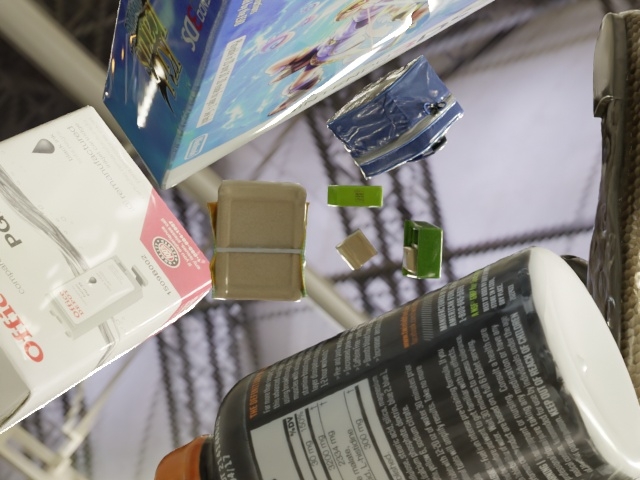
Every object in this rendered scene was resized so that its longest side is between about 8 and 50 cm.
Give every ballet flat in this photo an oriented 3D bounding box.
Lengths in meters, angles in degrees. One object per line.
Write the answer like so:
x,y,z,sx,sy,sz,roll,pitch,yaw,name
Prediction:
0.196,-0.016,1.015,0.084,0.058,0.249,135,-43,-81,ballet flat

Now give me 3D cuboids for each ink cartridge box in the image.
-0.250,0.027,1.435,0.117,0.207,0.283,-38,178,34,ink cartridge box

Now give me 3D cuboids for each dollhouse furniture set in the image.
0.000,0.000,1.084,0.058,0.152,0.076,-161,-108,-82,dollhouse furniture set

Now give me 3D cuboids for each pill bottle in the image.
0.034,0.107,0.881,0.246,0.130,0.130,-25,-152,20,pill bottle

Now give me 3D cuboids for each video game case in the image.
0.033,-0.134,0.708,0.244,0.061,0.269,-32,175,-15,video game case

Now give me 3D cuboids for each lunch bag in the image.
0.062,-0.091,1.274,0.067,0.065,0.098,-44,-167,-33,lunch bag

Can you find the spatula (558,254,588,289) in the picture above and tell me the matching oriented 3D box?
0.307,0.058,1.584,0.084,0.030,0.296,-8,-164,-25,spatula
